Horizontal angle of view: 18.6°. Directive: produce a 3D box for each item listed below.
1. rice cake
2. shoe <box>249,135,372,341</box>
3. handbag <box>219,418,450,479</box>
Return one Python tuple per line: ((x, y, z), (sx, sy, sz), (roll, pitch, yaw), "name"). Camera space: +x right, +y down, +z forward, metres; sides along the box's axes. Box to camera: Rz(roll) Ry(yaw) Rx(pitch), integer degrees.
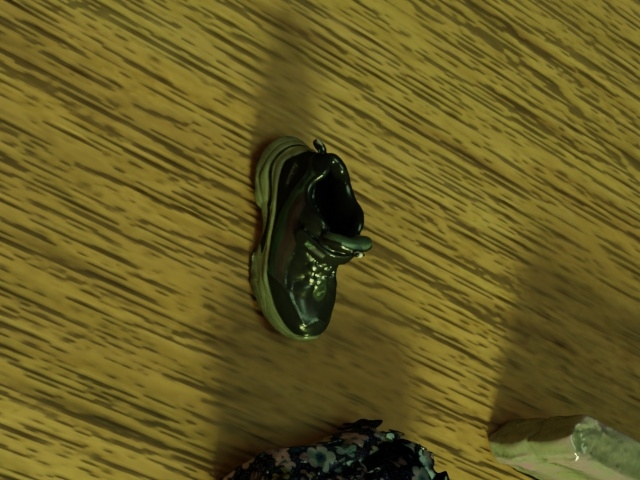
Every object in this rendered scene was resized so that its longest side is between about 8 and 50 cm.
((0.292, 0.225, 1.821), (0.298, 0.106, 0.050), (28, 65, -37), "rice cake")
((0.000, 0.000, 1.575), (0.071, 0.099, 0.169), (-7, 97, -42), "shoe")
((0.031, 0.267, 1.595), (0.208, 0.127, 0.228), (-13, 92, -38), "handbag")
